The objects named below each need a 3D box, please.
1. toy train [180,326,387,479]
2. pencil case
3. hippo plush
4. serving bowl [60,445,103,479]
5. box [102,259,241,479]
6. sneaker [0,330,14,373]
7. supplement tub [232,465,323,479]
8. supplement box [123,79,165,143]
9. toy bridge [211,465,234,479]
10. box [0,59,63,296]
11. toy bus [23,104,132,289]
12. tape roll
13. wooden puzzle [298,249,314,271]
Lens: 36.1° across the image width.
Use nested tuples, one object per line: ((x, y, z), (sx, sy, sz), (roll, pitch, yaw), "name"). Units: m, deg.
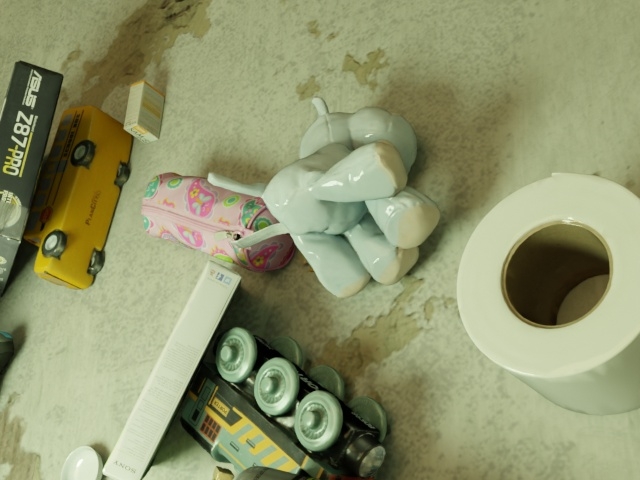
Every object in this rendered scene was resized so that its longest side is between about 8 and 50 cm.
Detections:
((-0.054, 0.253, 1.345), (0.334, 0.142, 0.190), (32, 100, 40), "toy train")
((-0.167, -0.032, 1.572), (0.284, 0.124, 0.124), (18, 79, 41), "pencil case")
((0.036, -0.071, 1.427), (0.294, 0.234, 0.237), (-7, 32, 17), "hippo plush")
((-0.380, 0.375, 1.582), (0.083, 0.027, 0.083), (-17, 59, 30), "serving bowl")
((-0.209, 0.191, 1.436), (0.058, 0.232, 0.322), (27, 83, -1), "box")
((-0.645, 0.322, 1.769), (0.139, 0.125, 0.341), (34, 86, 15), "sneaker")
((0.038, 0.384, 1.121), (0.315, 0.193, 0.194), (10, 72, 15), "supplement tub")
((-0.330, -0.240, 1.837), (0.036, 0.062, 0.099), (-12, 60, 30), "supplement box")
((-0.166, 0.411, 1.390), (0.063, 0.026, 0.188), (-164, 91, -73), "toy bridge")
((-0.569, -0.098, 1.786), (0.395, 0.097, 0.318), (141, 143, -62), "box")
((-0.451, -0.080, 1.812), (0.130, 0.108, 0.333), (-2, 67, 36), "toy bus")
((0.304, 0.066, 1.145), (0.246, 0.169, 0.246), (-17, 58, 29), "tape roll")
((0.000, 0.000, 1.507), (0.078, 0.014, 0.116), (-10, 62, 27), "wooden puzzle")
